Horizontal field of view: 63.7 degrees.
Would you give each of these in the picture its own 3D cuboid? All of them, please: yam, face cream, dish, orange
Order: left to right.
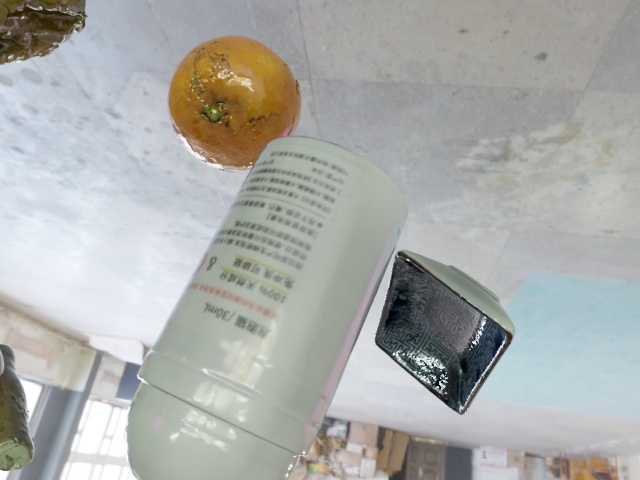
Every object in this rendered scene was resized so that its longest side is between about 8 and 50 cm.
[{"bbox_3d":[-0.525,0.261,0.849,0.317,0.067,0.071,30,150,50],"label":"yam"},{"bbox_3d":[-0.157,-0.249,0.955,0.246,0.246,0.246,8,155,4],"label":"orange"},{"bbox_3d":[-0.061,0.108,0.397,0.145,0.370,0.145,22,161,8],"label":"face cream"},{"bbox_3d":[0.181,0.122,0.745,0.182,0.080,0.243,38,147,26],"label":"dish"}]

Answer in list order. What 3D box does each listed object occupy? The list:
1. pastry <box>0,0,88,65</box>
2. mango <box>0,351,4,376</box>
[{"bbox_3d":[-0.352,-0.271,0.507,0.235,0.240,0.132,42,142,-5],"label":"pastry"},{"bbox_3d":[-0.587,0.156,0.772,0.227,0.099,0.136,45,168,-37],"label":"mango"}]
